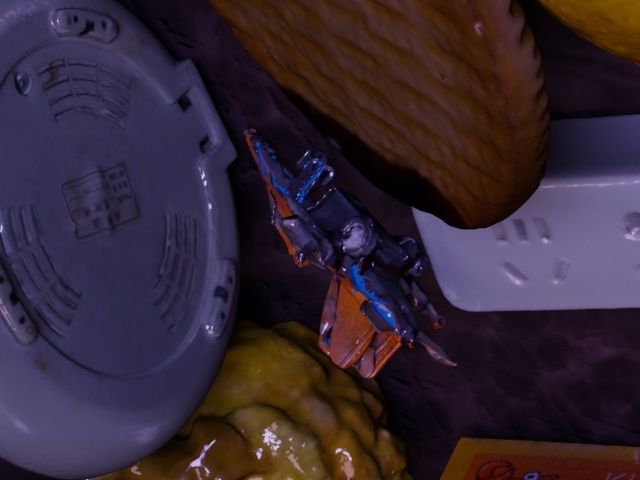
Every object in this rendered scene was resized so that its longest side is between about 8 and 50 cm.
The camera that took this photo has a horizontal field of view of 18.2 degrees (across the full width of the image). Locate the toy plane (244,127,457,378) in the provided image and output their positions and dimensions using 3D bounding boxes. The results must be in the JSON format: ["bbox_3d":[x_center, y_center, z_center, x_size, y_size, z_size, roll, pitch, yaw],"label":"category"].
[{"bbox_3d":[0.008,-0.008,1.053,0.062,0.188,0.135,-38,142,20],"label":"toy plane"}]

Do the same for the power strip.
[{"bbox_3d":[0.231,-0.016,0.979,0.385,0.062,0.091,-2,128,29],"label":"power strip"}]

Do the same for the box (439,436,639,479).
[{"bbox_3d":[0.203,0.270,1.119,0.283,0.214,0.260,0,123,25],"label":"box"}]

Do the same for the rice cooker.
[{"bbox_3d":[-0.214,0.002,1.077,0.277,0.288,0.288,-11,120,34],"label":"rice cooker"}]

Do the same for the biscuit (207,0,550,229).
[{"bbox_3d":[-0.005,-0.141,0.901,0.318,0.040,0.318,48,165,18],"label":"biscuit"}]

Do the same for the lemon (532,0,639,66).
[{"bbox_3d":[0.151,-0.167,0.810,0.231,0.192,0.192,40,133,-10],"label":"lemon"}]

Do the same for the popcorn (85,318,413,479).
[{"bbox_3d":[-0.043,0.140,1.181,0.197,0.156,0.198,7,136,7],"label":"popcorn"}]
